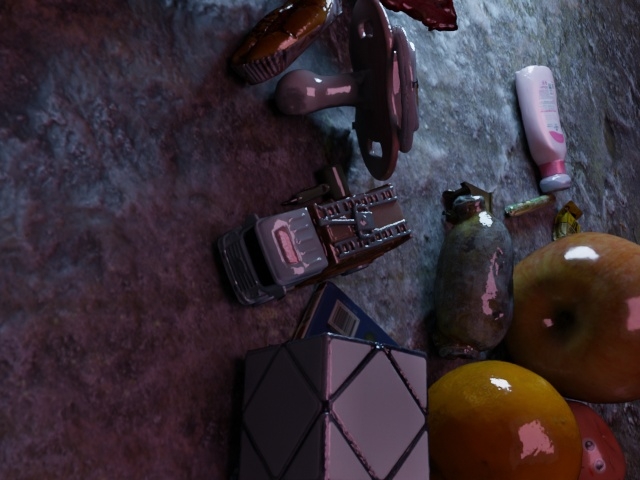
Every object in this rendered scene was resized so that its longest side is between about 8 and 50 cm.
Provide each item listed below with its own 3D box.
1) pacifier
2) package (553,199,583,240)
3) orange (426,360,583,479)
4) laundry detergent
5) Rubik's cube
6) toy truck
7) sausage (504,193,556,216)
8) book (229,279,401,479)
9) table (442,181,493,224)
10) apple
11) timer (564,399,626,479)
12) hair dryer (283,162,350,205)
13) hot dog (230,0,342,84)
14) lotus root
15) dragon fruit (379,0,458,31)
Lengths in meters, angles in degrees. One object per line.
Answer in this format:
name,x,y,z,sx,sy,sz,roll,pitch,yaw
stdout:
pacifier,0.073,-0.269,1.302,0.220,0.273,0.332,-35,123,-62
package,0.672,-0.037,1.965,0.071,0.047,0.131,38,53,-29
orange,0.310,0.370,1.307,0.312,0.312,0.312,15,68,-42
laundry detergent,0.602,-0.295,1.941,0.159,0.088,0.335,-5,83,-46
Rubik's cube,0.019,0.261,1.056,0.205,0.205,0.207,16,67,-37
toy truck,0.000,0.000,1.170,0.305,0.162,0.136,-18,84,-41
sausage,0.544,-0.091,1.861,0.269,0.033,0.033,-15,89,-46
book,0.027,0.320,1.217,0.300,0.039,0.428,45,51,-26
table,0.322,-0.077,1.601,0.082,0.083,0.070,21,61,-33
apple,0.585,0.169,1.577,0.346,0.391,0.391,-5,82,-51
timer,0.514,0.456,1.523,0.229,0.215,0.229,49,18,-22
hair dryer,-0.010,-0.086,1.299,0.150,0.047,0.071,-25,98,-40
hot dog,-0.051,-0.370,1.263,0.075,0.144,0.268,57,50,-26
lotus root,0.321,0.075,1.484,0.175,0.175,0.349,18,75,-41
dragon fruit,0.187,-0.572,1.497,0.302,0.240,0.330,-36,98,-25
